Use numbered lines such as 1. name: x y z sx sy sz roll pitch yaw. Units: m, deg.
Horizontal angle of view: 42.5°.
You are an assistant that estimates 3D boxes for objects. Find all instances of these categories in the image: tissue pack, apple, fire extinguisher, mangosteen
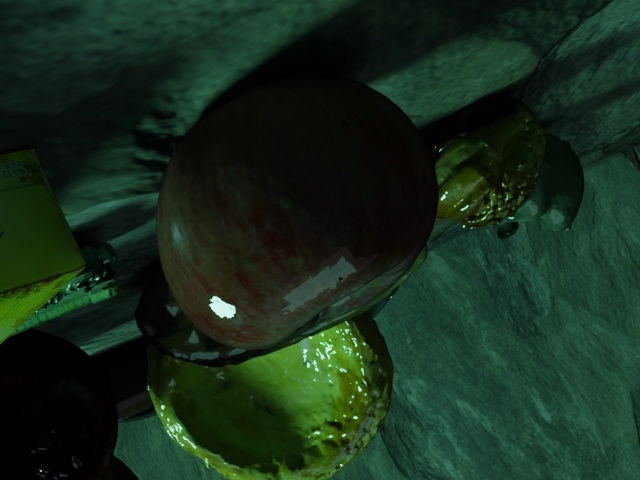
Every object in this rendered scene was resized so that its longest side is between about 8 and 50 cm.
1. tissue pack: -0.192 0.031 0.376 0.095 0.062 0.176 -19 171 -46
2. apple: -0.013 -0.018 0.434 0.153 0.120 0.153 -29 168 -7
3. fire extinguisher: -0.280 0.215 1.173 0.141 0.105 0.341 12 -157 43
4. mangosteen: -0.264 0.155 0.662 0.200 0.200 0.200 -26 173 -3

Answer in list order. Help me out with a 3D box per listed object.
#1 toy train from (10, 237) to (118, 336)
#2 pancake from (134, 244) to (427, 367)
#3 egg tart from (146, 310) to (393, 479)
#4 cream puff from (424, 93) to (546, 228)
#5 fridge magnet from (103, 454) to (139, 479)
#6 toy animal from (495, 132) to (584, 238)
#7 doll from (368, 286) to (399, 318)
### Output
1. toy train: -0.198 0.040 0.518 0.148 0.038 0.071 -23 172 -18
2. pancake: -0.032 0.037 0.786 0.294 0.049 0.294 -17 153 -9
3. egg tart: -0.056 0.152 0.983 0.294 0.294 0.123 -27 -167 4
4. cream puff: 0.143 -0.065 0.744 0.133 0.104 0.119 -27 166 -4
5. fridge magnet: -0.335 0.272 0.767 0.363 0.155 0.363 6 -160 -2
6. toy animal: 0.225 -0.075 1.001 0.125 0.127 0.251 -17 165 36
7. doll: -0.002 0.069 1.137 0.246 0.158 0.340 -4 131 -45
